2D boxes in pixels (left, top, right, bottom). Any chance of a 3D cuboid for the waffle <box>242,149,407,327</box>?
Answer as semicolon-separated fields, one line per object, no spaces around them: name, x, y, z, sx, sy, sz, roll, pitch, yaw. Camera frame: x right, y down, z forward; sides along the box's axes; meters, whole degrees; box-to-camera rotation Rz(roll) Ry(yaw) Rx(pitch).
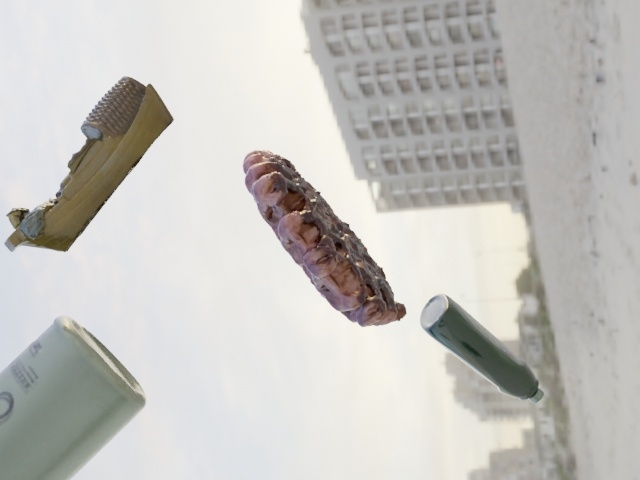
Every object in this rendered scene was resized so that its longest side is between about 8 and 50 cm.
waffle;0.000;0.000;1.014;0.221;0.055;0.234;49;-175;-9

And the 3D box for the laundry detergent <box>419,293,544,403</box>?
laundry detergent;0.244;0.166;1.527;0.211;0.063;0.137;38;-176;-10

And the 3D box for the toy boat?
toy boat;-0.158;-0.048;0.698;0.149;0.049;0.047;-55;12;-20

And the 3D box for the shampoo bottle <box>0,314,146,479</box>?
shampoo bottle;-0.236;0.167;0.676;0.085;0.262;0.085;45;173;7
